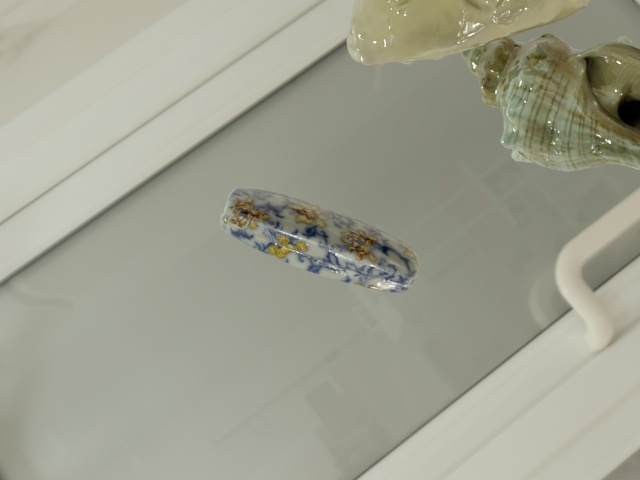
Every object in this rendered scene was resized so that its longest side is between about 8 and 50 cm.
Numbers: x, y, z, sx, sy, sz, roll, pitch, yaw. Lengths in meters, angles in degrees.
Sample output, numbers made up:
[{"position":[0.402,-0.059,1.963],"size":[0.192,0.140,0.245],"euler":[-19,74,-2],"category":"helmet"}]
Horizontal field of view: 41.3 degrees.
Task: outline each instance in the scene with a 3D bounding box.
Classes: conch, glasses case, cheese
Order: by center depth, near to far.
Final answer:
[{"position":[0.158,-0.305,0.880],"size":[0.174,0.247,0.252],"euler":[-54,-33,-64],"category":"cheese"},{"position":[0.000,0.000,1.029],"size":[0.247,0.065,0.087],"euler":[21,-151,-5],"category":"glasses case"},{"position":[0.347,-0.168,1.088],"size":[0.386,0.203,0.169],"euler":[28,-171,3],"category":"conch"}]
